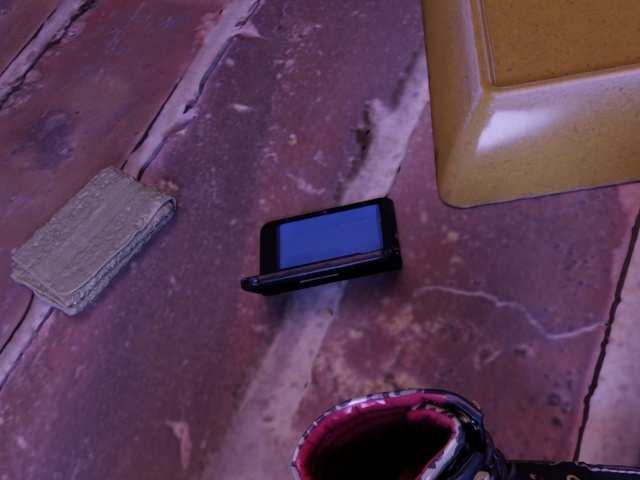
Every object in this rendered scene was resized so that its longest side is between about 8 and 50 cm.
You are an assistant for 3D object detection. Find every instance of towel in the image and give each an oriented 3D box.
[{"bbox_3d":[-0.214,-0.003,0.776,0.110,0.027,0.148,27,68,33],"label":"towel"}]

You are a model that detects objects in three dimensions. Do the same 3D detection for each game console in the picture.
[{"bbox_3d":[0.000,0.000,0.677,0.122,0.107,0.071,-13,80,10],"label":"game console"}]

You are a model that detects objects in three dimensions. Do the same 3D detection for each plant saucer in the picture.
[{"bbox_3d":[0.253,-0.203,0.735,0.333,0.081,0.332,-9,53,13],"label":"plant saucer"}]

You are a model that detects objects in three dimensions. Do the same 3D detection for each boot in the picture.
[{"bbox_3d":[0.111,0.147,0.460,0.237,0.178,0.085,-8,53,14],"label":"boot"}]
